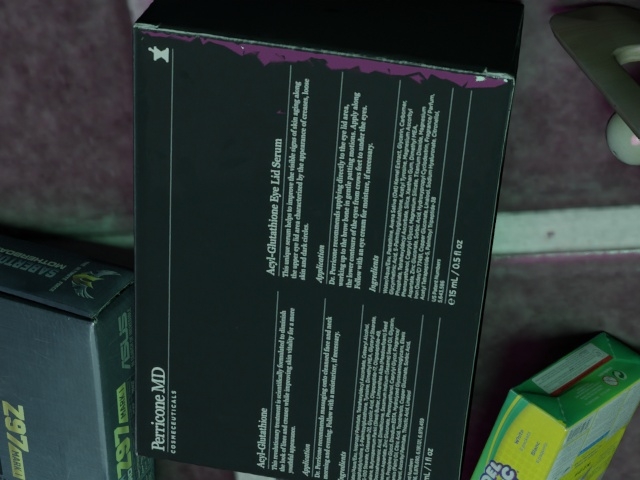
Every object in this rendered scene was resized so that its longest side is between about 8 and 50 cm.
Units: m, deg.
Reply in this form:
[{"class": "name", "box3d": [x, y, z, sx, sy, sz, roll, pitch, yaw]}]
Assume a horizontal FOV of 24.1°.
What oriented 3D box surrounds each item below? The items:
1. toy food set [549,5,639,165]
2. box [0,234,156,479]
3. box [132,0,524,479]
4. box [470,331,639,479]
[{"class": "toy food set", "box3d": [0.196, 0.051, 0.706, 0.092, 0.220, 0.306, -26, 112, 6]}, {"class": "box", "box3d": [-0.190, 0.107, 0.900, 0.183, 0.059, 0.233, 14, 123, 21]}, {"class": "box", "box3d": [0.000, 0.000, 0.797, 0.184, 0.103, 0.261, 8, 121, 6]}, {"class": "box", "box3d": [0.120, 0.145, 0.852, 0.043, 0.105, 0.179, 34, 124, 27]}]
